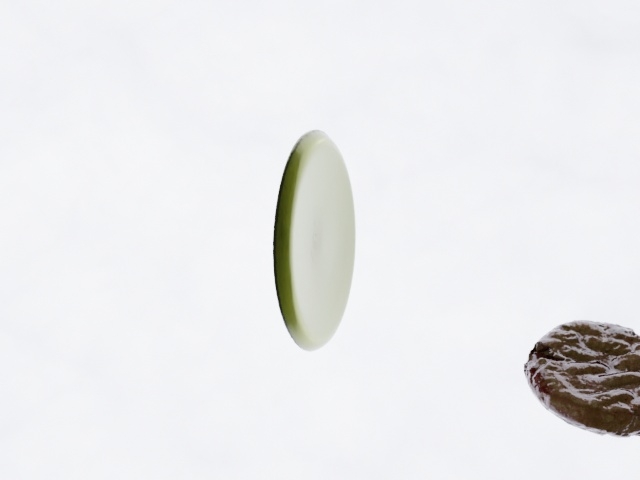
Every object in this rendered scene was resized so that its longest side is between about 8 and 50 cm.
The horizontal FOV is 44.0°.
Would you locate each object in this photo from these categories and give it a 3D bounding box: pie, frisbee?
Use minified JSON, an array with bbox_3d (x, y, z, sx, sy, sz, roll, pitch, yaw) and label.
[{"bbox_3d":[0.271,0.129,0.766,0.154,0.154,0.036,-3,-60,0],"label":"pie"},{"bbox_3d":[0.000,0.000,0.842,0.017,0.236,0.236,2,-95,20],"label":"frisbee"}]
